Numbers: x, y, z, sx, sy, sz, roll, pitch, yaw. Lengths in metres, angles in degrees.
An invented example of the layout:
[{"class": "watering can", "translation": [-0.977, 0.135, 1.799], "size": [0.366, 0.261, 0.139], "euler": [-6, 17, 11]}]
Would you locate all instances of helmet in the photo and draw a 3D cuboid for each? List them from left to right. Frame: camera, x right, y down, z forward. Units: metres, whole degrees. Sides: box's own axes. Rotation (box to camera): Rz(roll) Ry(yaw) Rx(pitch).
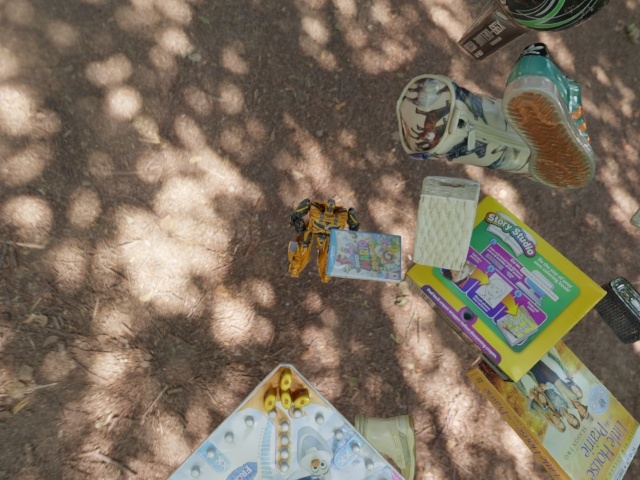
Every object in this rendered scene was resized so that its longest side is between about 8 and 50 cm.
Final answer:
[{"class": "helmet", "translation": [0.348, -0.392, 0.601], "size": [0.169, 0.162, 0.170], "euler": [3, 70, -7]}]

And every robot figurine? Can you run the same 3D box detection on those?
[{"class": "robot figurine", "translation": [0.000, 0.000, 1.247], "size": [0.210, 0.291, 0.085], "euler": [10, 43, -8]}]

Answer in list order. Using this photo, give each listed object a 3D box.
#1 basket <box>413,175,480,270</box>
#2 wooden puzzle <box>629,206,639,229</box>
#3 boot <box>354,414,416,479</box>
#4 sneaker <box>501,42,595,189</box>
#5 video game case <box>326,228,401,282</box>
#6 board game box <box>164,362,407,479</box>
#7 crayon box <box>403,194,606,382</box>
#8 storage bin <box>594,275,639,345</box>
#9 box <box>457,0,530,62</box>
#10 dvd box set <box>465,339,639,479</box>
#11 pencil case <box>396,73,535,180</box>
[{"class": "basket", "translation": [0.251, -0.033, 0.834], "size": [0.113, 0.168, 0.103], "euler": [9, 29, 17]}, {"class": "wooden puzzle", "translation": [0.912, -0.056, 0.998], "size": [0.221, 0.044, 0.238], "euler": [40, 72, 19]}, {"class": "boot", "translation": [0.210, 0.687, 1.364], "size": [0.203, 0.095, 0.262], "euler": [-2, 112, 9]}, {"class": "sneaker", "translation": [0.404, -0.202, 0.704], "size": [0.302, 0.108, 0.121], "euler": [36, 67, -41]}, {"class": "video game case", "translation": [0.101, 0.033, 0.941], "size": [0.166, 0.015, 0.119], "euler": [5, 60, 2]}, {"class": "board game box", "translation": [-0.061, 0.478, 0.683], "size": [0.390, 0.050, 0.390], "euler": [-45, 92, -5]}, {"class": "crayon box", "translation": [0.456, 0.115, 1.064], "size": [0.313, 0.106, 0.363], "euler": [-42, 72, -5]}, {"class": "storage bin", "translation": [0.932, 0.213, 1.264], "size": [0.121, 0.084, 0.180], "euler": [-10, 58, -33]}, {"class": "box", "translation": [0.440, -0.538, 0.826], "size": [0.076, 0.242, 0.308], "euler": [36, 94, -8]}, {"class": "dvd box set", "translation": [0.628, 0.431, 1.104], "size": [0.307, 0.062, 0.421], "euler": [-29, 72, -31]}, {"class": "pencil case", "translation": [0.362, -0.220, 0.859], "size": [0.409, 0.160, 0.184], "euler": [4, 35, -26]}]
